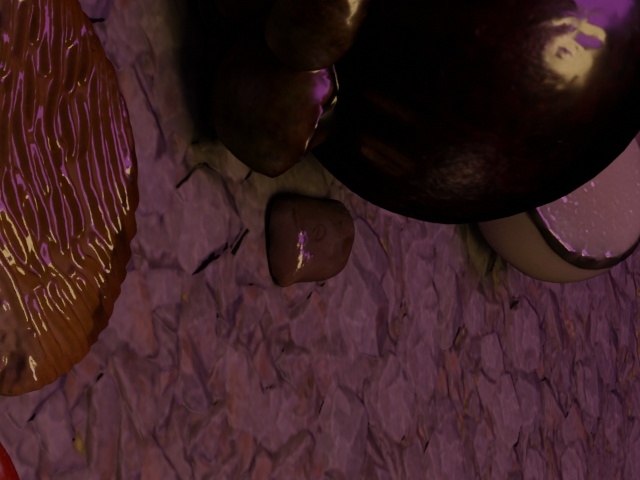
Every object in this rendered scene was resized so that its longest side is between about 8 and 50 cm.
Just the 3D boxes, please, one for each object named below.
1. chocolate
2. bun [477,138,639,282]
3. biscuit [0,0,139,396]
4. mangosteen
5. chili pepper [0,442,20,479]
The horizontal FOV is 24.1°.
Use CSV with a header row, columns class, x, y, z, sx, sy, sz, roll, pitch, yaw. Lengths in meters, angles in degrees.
class,x,y,z,sx,sy,sz,roll,pitch,yaw
chocolate,0.000,0.000,1.061,0.101,0.031,0.064,1,88,-62
bun,0.204,-0.045,1.340,0.173,0.120,0.173,8,75,-32
biscuit,-0.153,-0.046,0.797,0.176,0.031,0.228,-39,118,-58
mangosteen,0.067,-0.165,0.984,0.347,0.307,0.307,3,80,-31
chili pepper,-0.188,0.100,0.687,0.088,0.065,0.169,-26,101,-33
